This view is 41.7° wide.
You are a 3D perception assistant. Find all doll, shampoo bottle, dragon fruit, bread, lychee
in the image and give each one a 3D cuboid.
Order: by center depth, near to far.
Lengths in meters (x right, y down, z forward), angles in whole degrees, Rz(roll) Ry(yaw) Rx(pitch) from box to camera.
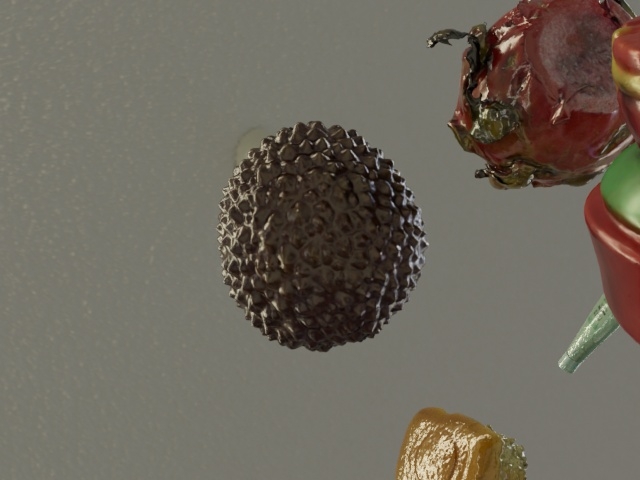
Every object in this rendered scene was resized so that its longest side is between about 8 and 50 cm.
[{"bbox_3d":[0.282,0.003,0.610,0.160,0.182,0.363,-22,-62,0],"label":"doll"},{"bbox_3d":[0.288,-0.180,1.104,0.269,0.291,0.250,-27,-97,-14],"label":"dragon fruit"},{"bbox_3d":[0.000,0.000,1.183,0.306,0.306,0.330,-45,-57,-24],"label":"lychee"},{"bbox_3d":[0.230,0.381,1.411,0.121,0.246,0.174,31,-101,-29],"label":"bread"},{"bbox_3d":[0.500,0.164,1.532,0.041,0.069,0.190,12,-57,-28],"label":"shampoo bottle"}]
